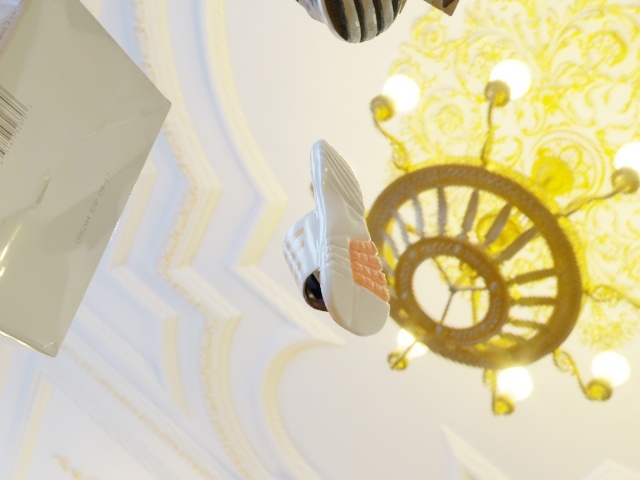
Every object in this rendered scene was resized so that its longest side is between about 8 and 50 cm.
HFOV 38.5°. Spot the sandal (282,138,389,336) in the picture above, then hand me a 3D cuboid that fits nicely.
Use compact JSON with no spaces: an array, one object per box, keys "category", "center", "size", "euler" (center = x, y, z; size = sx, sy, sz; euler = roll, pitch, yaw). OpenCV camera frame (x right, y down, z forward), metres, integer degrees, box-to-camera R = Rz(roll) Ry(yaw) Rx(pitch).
[{"category":"sandal","center":[0.007,0.005,0.949],"size":[0.076,0.265,0.102],"euler":[-32,-52,22]}]

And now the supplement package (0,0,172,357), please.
[{"category":"supplement package","center":[-0.279,-0.067,0.774],"size":[0.145,0.262,0.204],"euler":[11,-20,26]}]

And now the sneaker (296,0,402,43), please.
[{"category":"sneaker","center":[-0.021,-0.320,0.824],"size":[0.162,0.106,0.281],"euler":[34,-40,60]}]

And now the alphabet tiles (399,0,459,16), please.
[{"category":"alphabet tiles","center":[0.134,-0.463,1.450],"size":[0.237,0.198,0.009],"euler":[27,-5,-14]}]
